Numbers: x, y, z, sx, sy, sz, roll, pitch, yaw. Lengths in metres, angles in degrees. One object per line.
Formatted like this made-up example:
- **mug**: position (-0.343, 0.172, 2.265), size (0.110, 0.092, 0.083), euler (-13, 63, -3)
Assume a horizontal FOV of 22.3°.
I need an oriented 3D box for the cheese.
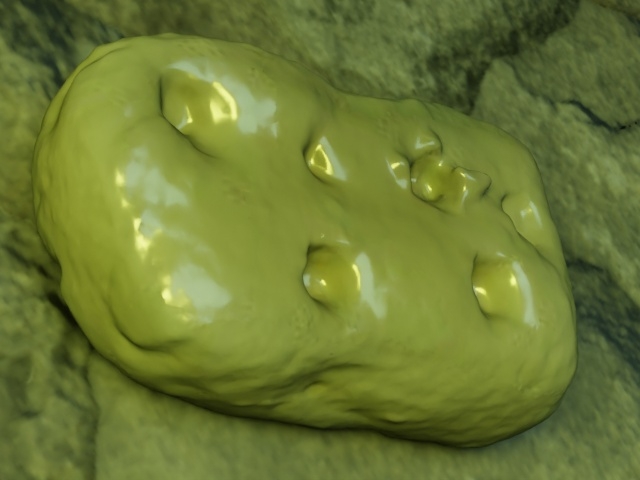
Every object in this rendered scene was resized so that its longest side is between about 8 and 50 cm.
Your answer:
- **cheese**: position (0.001, -0.001, 0.705), size (0.263, 0.093, 0.159), euler (11, 58, -36)
